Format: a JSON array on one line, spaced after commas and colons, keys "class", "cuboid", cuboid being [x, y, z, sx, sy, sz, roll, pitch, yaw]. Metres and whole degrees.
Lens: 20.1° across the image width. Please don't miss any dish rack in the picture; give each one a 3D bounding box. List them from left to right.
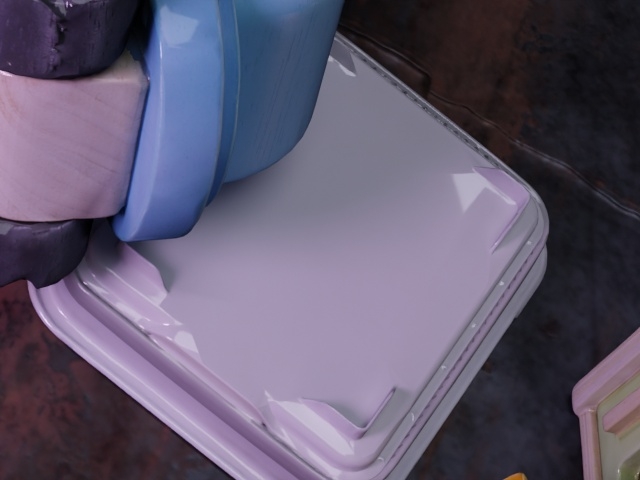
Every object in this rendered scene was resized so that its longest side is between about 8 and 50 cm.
[{"class": "dish rack", "cuboid": [0.000, 0.000, 1.206, 0.285, 0.072, 0.333, 39, 54, 0]}]

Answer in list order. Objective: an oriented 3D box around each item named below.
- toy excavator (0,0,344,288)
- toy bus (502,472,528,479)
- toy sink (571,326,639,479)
[{"class": "toy excavator", "cuboid": [-0.053, -0.187, 1.172, 0.445, 0.222, 0.433, -2, 45, -22]}, {"class": "toy bus", "cuboid": [0.108, 0.271, 1.028, 0.211, 0.149, 0.220, 44, 31, -4]}, {"class": "toy sink", "cuboid": [0.258, 0.128, 1.198, 0.131, 0.153, 0.234, 12, 58, -18]}]
